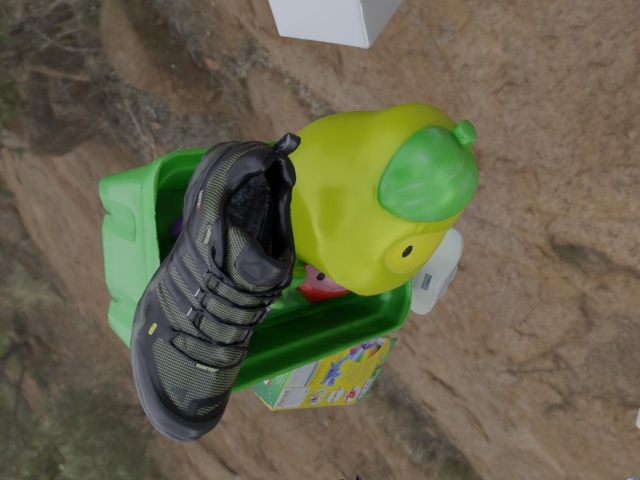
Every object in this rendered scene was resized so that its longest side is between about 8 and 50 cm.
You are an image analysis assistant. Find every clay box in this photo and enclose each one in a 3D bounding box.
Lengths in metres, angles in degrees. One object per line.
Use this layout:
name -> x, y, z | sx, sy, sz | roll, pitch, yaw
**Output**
clay box -> 0.014, 0.181, 1.160 | 0.053, 0.222, 0.127 | 37, 106, 35

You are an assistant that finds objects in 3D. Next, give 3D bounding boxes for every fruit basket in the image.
fruit basket -> 0.000, 0.000, 0.792 | 0.392, 0.392, 0.282 | 13, 109, 46

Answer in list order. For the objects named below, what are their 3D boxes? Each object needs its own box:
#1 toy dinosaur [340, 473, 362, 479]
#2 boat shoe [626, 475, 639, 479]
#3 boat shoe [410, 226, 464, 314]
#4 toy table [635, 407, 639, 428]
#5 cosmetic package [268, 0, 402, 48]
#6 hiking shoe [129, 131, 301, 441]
toy dinosaur -> 0.066, 0.480, 1.140 | 0.322, 0.164, 0.218 | -11, 117, 45
boat shoe -> 0.638, 0.572, 1.419 | 0.320, 0.103, 0.118 | 47, 168, -4
boat shoe -> 0.252, 0.055, 1.681 | 0.079, 0.081, 0.227 | 31, 125, 17
toy table -> 0.496, 0.247, 0.868 | 0.274, 0.161, 0.252 | -173, 86, -69
cosmetic package -> 0.083, -0.516, 1.141 | 0.162, 0.453, 0.230 | 15, 146, 27
hiking shoe -> -0.072, 0.031, 0.550 | 0.114, 0.086, 0.226 | -5, 71, 65
